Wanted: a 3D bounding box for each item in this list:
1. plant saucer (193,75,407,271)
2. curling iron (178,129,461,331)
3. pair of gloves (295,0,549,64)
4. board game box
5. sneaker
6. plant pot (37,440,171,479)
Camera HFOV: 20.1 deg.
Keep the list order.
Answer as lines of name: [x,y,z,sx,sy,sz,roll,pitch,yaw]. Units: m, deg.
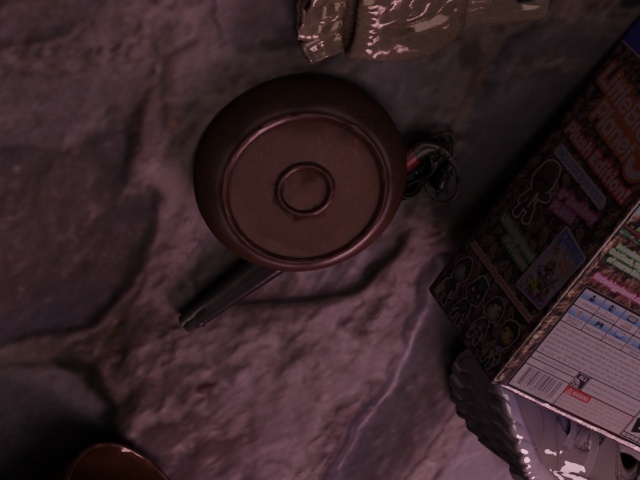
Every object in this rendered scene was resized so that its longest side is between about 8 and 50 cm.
plant saucer: [-0.014,-0.044,1.401,0.168,0.029,0.168,-3,118,-5]
curling iron: [0.000,0.000,1.465,0.274,0.035,0.068,-33,131,10]
pair of gloves: [0.069,-0.230,1.288,0.204,0.042,0.240,-18,139,-7]
board game box: [0.277,0.007,1.470,0.232,0.141,0.291,27,109,-34]
sneaker: [0.209,0.165,1.653,0.115,0.105,0.281,-44,134,-8]
plant pot: [-0.241,0.315,1.555,0.230,0.215,0.215,-26,133,22]
